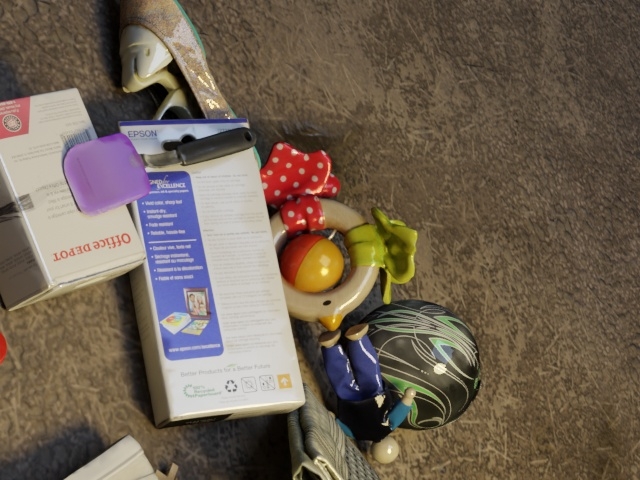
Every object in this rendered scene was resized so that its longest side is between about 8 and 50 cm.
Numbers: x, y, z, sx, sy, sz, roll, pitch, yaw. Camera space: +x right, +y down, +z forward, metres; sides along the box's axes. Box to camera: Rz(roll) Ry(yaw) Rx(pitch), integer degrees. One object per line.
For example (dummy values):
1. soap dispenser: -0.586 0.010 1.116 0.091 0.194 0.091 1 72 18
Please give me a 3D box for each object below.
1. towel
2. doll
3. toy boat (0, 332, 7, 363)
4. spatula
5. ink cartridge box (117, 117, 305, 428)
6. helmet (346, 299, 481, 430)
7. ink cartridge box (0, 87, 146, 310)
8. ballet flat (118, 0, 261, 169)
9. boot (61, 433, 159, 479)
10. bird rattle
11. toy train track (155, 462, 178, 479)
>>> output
1. towel: 0.066 0.331 1.924 0.312 0.056 0.324 55 6 -11
2. doll: 0.061 0.202 2.058 0.046 0.129 0.189 -57 131 -68
3. toy boat: -0.440 0.178 1.515 0.318 0.148 0.267 -31 89 -44
4. spatula: -0.177 -0.097 1.873 0.296 0.030 0.084 -19 83 -50
5. ink cartridge box: -0.140 0.034 1.928 0.176 0.069 0.370 -4 74 -27
6. helmet: 0.125 0.157 2.128 0.161 0.169 0.169 69 29 -42
7. ink cartridge box: -0.310 -0.047 1.800 0.159 0.092 0.217 -18 83 -51
8. ballet flat: -0.185 -0.190 2.014 0.106 0.107 0.316 -37 98 -37
9. boot: -0.246 0.308 1.678 0.123 0.095 0.258 56 38 1
10. bird rattle: 0.000 0.000 2.068 0.253 0.143 0.207 33 72 6
11. toy train track: -0.182 0.292 1.827 0.048 0.014 0.083 44 49 -34
